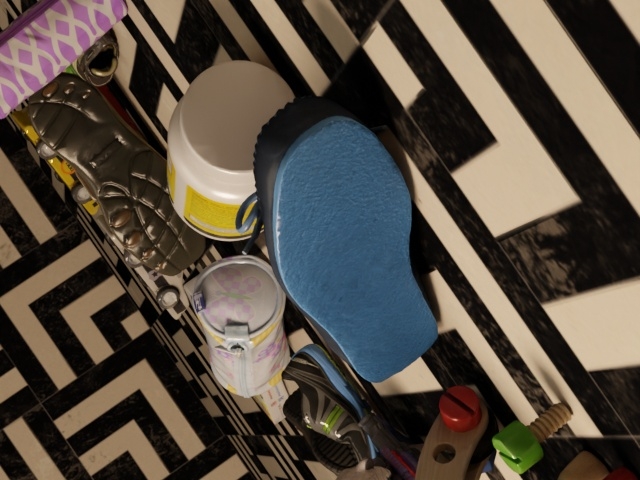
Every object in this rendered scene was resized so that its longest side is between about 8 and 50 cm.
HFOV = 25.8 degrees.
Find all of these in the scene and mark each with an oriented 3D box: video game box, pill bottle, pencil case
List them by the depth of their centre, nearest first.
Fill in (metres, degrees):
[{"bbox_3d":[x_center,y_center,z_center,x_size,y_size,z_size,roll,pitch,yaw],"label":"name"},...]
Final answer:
[{"bbox_3d":[-0.077,-0.078,1.239,0.119,0.119,0.208,54,167,6],"label":"pill bottle"},{"bbox_3d":[-0.310,-0.225,1.536,0.086,0.206,0.088,36,163,40],"label":"pencil case"},{"bbox_3d":[-0.097,0.116,1.807,0.273,0.113,0.124,91,165,-70],"label":"pencil case"},{"bbox_3d":[-0.130,0.173,2.229,0.205,0.048,0.187,47,167,33],"label":"video game box"}]

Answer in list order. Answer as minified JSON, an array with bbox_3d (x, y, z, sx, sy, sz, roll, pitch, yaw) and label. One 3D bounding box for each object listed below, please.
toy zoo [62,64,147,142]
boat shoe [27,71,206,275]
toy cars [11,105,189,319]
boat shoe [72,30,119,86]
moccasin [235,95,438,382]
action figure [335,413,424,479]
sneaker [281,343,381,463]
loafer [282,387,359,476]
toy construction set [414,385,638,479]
[{"bbox_3d":[-0.291,-0.145,2.052,0.293,0.030,0.192,55,167,1],"label":"toy zoo"},{"bbox_3d":[-0.272,-0.100,1.902,0.324,0.122,0.120,55,177,-19],"label":"boat shoe"},{"bbox_3d":[-0.314,-0.057,2.116,0.394,0.087,0.176,50,173,6],"label":"toy cars"},{"bbox_3d":[-0.279,-0.226,1.749,0.049,0.056,0.152,58,168,15],"label":"boat shoe"},{"bbox_3d":[0.000,0.000,1.120,0.117,0.137,0.342,52,167,35],"label":"moccasin"},{"bbox_3d":[0.121,0.360,1.507,0.330,0.178,0.341,51,175,-32],"label":"action figure"},{"bbox_3d":[0.019,0.214,1.688,0.188,0.078,0.067,54,-173,19],"label":"sneaker"},{"bbox_3d":[0.027,0.258,1.829,0.078,0.080,0.220,51,176,-29],"label":"loafer"},{"bbox_3d":[0.116,0.267,1.129,0.257,0.237,0.309,52,167,13],"label":"toy construction set"}]
